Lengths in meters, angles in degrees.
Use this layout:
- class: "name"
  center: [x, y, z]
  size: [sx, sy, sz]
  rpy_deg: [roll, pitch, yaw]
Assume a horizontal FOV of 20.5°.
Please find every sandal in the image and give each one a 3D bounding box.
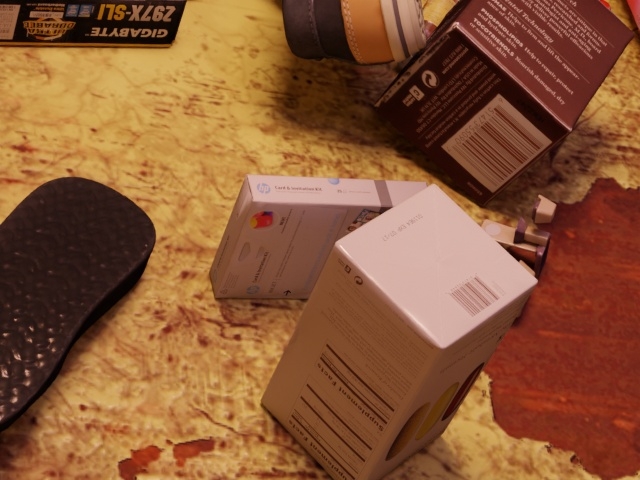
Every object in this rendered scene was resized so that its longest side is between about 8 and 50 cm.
- class: "sandal"
  center: [-0.291, 0.086, 1.563]
  size: [0.167, 0.107, 0.446]
  rpy_deg: [35, 35, 10]

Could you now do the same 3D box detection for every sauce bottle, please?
- class: "sauce bottle"
  center: [0.122, -0.240, 2.034]
  size: [0.042, 0.042, 0.128]
  rpy_deg: [30, 45, 4]

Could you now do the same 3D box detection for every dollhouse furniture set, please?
- class: "dollhouse furniture set"
  center: [0.185, 0.014, 1.828]
  size: [0.081, 0.091, 0.114]
  rpy_deg: [17, 48, 13]

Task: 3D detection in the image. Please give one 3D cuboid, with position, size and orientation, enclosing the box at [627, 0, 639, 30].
- class: "box"
  center: [0.456, -0.373, 2.198]
  size: [0.154, 0.142, 0.300]
  rpy_deg: [14, 46, -33]

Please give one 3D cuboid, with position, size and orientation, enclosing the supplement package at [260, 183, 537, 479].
- class: "supplement package"
  center: [0.065, 0.094, 1.589]
  size: [0.139, 0.244, 0.134]
  rpy_deg: [-31, 67, -37]

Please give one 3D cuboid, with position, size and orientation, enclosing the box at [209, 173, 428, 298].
- class: "box"
  center: [0.000, 0.000, 1.711]
  size: [0.186, 0.145, 0.038]
  rpy_deg: [0, 49, -22]

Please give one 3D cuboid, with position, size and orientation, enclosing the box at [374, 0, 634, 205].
- class: "box"
  center: [0.199, -0.183, 1.911]
  size: [0.167, 0.168, 0.203]
  rpy_deg: [41, 47, -4]

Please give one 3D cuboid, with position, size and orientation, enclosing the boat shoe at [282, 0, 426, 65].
- class: "boat shoe"
  center: [0.021, -0.348, 1.973]
  size: [0.156, 0.187, 0.500]
  rpy_deg: [-12, 35, 7]

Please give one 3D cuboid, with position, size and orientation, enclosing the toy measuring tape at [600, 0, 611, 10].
- class: "toy measuring tape"
  center: [0.289, -0.290, 2.130]
  size: [0.121, 0.121, 0.330]
  rpy_deg: [26, 24, 0]

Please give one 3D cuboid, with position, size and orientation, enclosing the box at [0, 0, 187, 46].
- class: "box"
  center: [-0.306, -0.352, 1.930]
  size: [0.257, 0.079, 0.322]
  rpy_deg: [-4, 53, -23]
